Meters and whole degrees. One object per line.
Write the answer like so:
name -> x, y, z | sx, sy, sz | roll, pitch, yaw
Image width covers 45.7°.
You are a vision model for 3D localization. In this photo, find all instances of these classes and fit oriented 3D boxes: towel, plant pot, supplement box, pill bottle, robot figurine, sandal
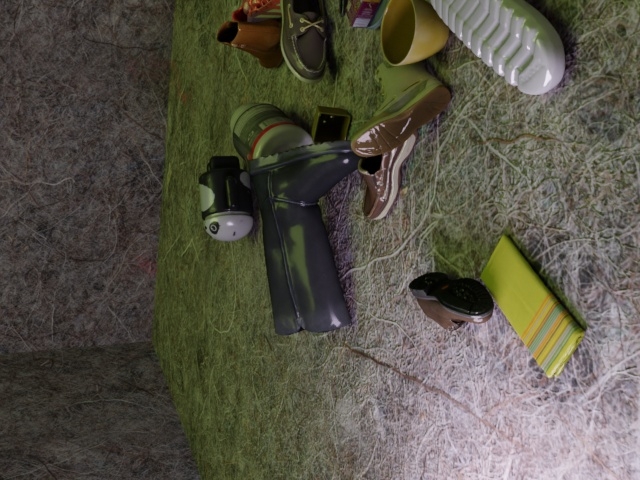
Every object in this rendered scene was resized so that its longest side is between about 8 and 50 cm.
towel -> 0.341, 0.102, 1.238 | 0.237, 0.021, 0.102 | 63, 141, 45
plant pot -> 0.020, -0.290, 1.861 | 0.083, 0.081, 0.082 | -109, 27, -55
supplement box -> 0.091, -0.509, 1.641 | 0.083, 0.043, 0.055 | 123, 138, -53
pill bottle -> -0.145, -0.279, 2.109 | 0.318, 0.176, 0.177 | -131, 45, -55
robot figurine -> -0.313, -0.136, 2.498 | 0.209, 0.173, 0.278 | 21, -120, -68
plant pot -> 0.187, -0.398, 1.446 | 0.134, 0.095, 0.134 | 179, 90, -67
sandal -> 0.279, -0.402, 1.252 | 0.416, 0.102, 0.169 | 61, 162, 23

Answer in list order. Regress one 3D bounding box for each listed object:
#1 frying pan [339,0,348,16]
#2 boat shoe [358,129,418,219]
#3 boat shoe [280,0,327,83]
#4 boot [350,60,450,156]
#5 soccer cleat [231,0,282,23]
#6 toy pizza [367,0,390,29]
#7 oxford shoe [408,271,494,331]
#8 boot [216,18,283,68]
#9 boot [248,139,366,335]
frying pan -> 0.046, -0.699, 1.767 | 0.197, 0.053, 0.326 | -125, 46, -63
boat shoe -> 0.120, -0.155, 1.618 | 0.095, 0.095, 0.258 | -119, 35, -46
boat shoe -> -0.038, -0.551, 1.927 | 0.097, 0.116, 0.325 | 125, 143, -58
boot -> 0.134, -0.271, 1.498 | 0.213, 0.077, 0.165 | -34, 46, 11
soccer cleat -> -0.157, -0.681, 2.177 | 0.318, 0.116, 0.109 | 168, 99, -66
toy pizza -> 0.124, -0.563, 1.656 | 0.201, 0.032, 0.202 | 177, 90, -67
oxford shoe -> 0.251, 0.121, 1.379 | 0.096, 0.082, 0.227 | 65, 166, -15
boot -> -0.197, -0.567, 2.159 | 0.295, 0.211, 0.104 | 172, 97, -66
boot -> -0.001, 0.000, 1.826 | 0.367, 0.146, 0.446 | -8, 91, 47
